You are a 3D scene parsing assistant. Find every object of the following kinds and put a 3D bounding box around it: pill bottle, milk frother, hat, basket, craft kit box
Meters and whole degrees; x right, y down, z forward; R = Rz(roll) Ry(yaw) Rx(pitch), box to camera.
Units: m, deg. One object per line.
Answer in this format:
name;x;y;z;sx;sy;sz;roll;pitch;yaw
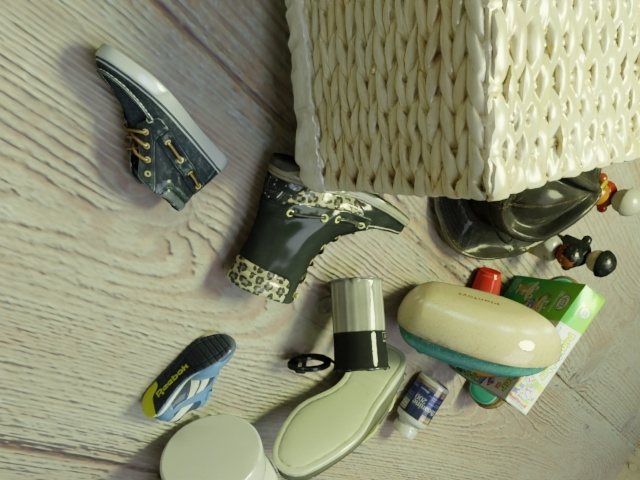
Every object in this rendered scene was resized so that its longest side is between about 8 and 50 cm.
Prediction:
pill bottle;-0.132;0.395;0.832;0.160;0.160;0.283;-26;127;-29
pill bottle;0.192;0.324;1.137;0.067;0.067;0.120;33;90;-46
milk frother;0.023;0.130;0.873;0.143;0.129;0.134;-1;77;-11
hat;0.355;-0.086;0.946;0.331;0.134;0.331;-7;114;-17
basket;0.165;-0.222;0.634;0.328;0.266;0.331;-16;111;-35
craft kit box;0.383;0.185;1.116;0.061;0.246;0.250;38;84;-11

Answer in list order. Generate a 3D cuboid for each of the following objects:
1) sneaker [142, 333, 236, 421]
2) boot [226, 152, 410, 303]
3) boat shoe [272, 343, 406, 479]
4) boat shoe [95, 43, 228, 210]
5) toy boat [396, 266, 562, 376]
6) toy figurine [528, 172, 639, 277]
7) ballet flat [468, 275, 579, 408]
sneaker;-0.164;0.181;0.765;0.144;0.053;0.059;-42;133;-4
boot;-0.002;-0.001;0.784;0.236;0.085;0.178;19;102;-38
boat shoe;0.039;0.282;0.925;0.305;0.109;0.091;-35;138;-44
boat shoe;-0.173;-0.105;0.590;0.083;0.065;0.183;-51;136;-9
toy boat;0.276;0.153;1.022;0.318;0.268;0.148;-30;134;-68
toy figurine;0.521;-0.037;1.166;0.210;0.148;0.213;9;107;-43
ballet flat;0.457;0.228;1.277;0.124;0.116;0.342;22;102;-49
